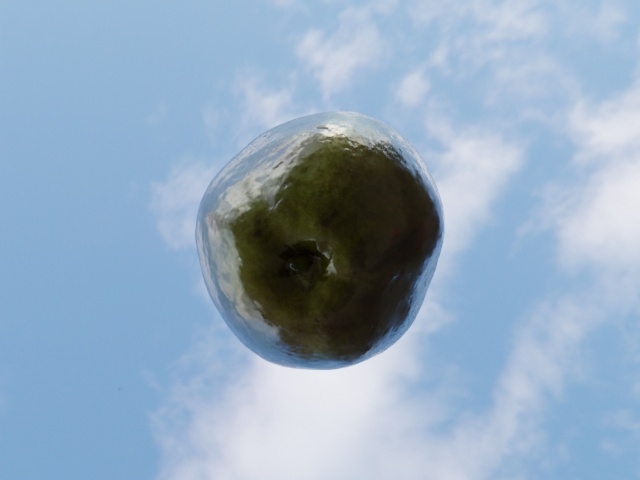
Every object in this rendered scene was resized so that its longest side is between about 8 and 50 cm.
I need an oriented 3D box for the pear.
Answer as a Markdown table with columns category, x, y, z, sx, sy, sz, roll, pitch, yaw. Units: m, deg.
| category | x | y | z | sx | sy | sz | roll | pitch | yaw |
| --- | --- | --- | --- | --- | --- | --- | --- | --- | --- |
| pear | 0.000 | 0.000 | 1.051 | 0.269 | 0.321 | 0.269 | 0 | -84 | 5 |
